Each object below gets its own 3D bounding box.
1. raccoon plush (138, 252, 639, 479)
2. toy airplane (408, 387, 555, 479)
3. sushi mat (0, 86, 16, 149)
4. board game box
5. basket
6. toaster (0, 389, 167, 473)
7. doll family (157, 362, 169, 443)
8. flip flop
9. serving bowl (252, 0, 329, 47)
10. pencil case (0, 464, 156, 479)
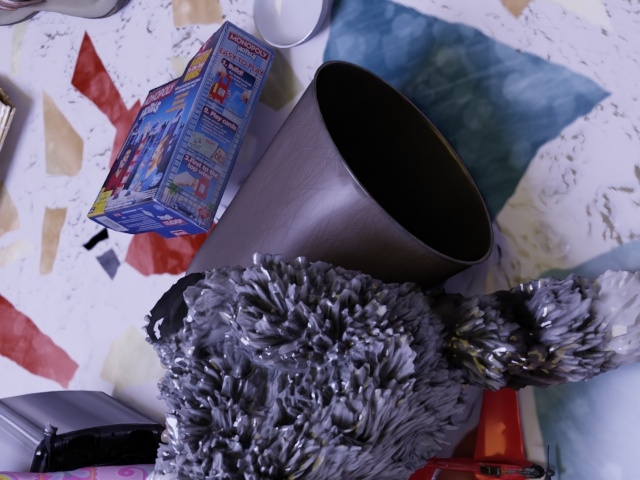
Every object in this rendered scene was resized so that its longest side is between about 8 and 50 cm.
[{"bbox_3d":[0.027,0.173,0.942,0.446,0.216,0.299,-13,58,23],"label":"raccoon plush"},{"bbox_3d":[0.123,0.182,1.085,0.151,0.028,0.151,0,91,38],"label":"toy airplane"},{"bbox_3d":[-0.428,-0.042,1.515,0.151,0.019,0.316,40,113,47],"label":"sushi mat"},{"bbox_3d":[-0.123,-0.099,1.227,0.194,0.060,0.194,-6,56,63],"label":"board game box"},{"bbox_3d":[0.000,0.000,1.114,0.227,0.154,0.204,-44,78,34],"label":"basket"},{"bbox_3d":[-0.248,0.234,1.289,0.110,0.168,0.185,24,105,37],"label":"toaster"},{"bbox_3d":[-0.096,0.153,1.213,0.111,0.076,0.193,36,136,54],"label":"doll family"},{"bbox_3d":[-0.314,-0.283,1.407,0.277,0.080,0.112,11,96,38],"label":"flip flop"},{"bbox_3d":[-0.023,-0.216,1.209,0.083,0.027,0.083,-1,89,38],"label":"serving bowl"},{"bbox_3d":[-0.188,0.254,1.138,0.284,0.124,0.124,0,89,-1],"label":"pencil case"}]
